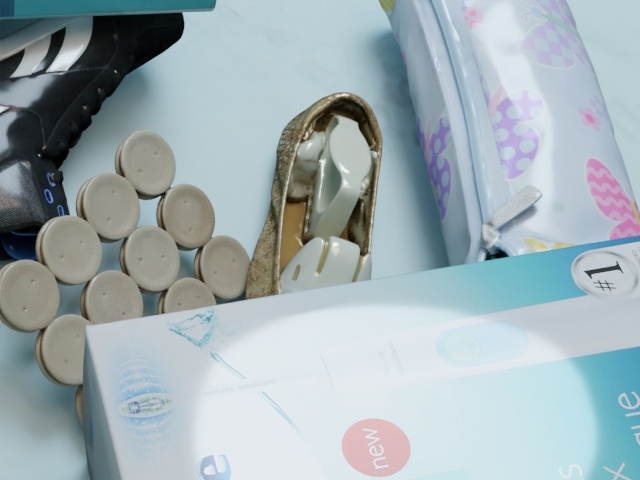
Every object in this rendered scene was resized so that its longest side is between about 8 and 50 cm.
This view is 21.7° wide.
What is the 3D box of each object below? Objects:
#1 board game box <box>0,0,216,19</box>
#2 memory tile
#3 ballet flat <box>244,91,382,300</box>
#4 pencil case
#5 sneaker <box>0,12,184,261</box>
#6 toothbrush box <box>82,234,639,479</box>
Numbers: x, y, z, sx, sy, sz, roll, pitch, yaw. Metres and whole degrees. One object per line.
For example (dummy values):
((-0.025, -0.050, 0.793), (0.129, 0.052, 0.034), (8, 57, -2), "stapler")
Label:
((-0.250, -0.214, 0.930), (0.336, 0.079, 0.254), (-6, 38, -21), "board game box")
((-0.102, 0.023, 0.885), (0.113, 0.012, 0.148), (53, 50, -19), "memory tile")
((0.000, 0.000, 0.931), (0.073, 0.067, 0.206), (13, 56, -18), "ballet flat")
((0.109, -0.064, 0.982), (0.124, 0.113, 0.273), (14, 51, -35), "pencil case")
((-0.147, -0.055, 0.922), (0.217, 0.079, 0.121), (-27, 80, -30), "sneaker")
((0.051, 0.134, 0.789), (0.296, 0.126, 0.216), (-9, 53, -13), "toothbrush box")
